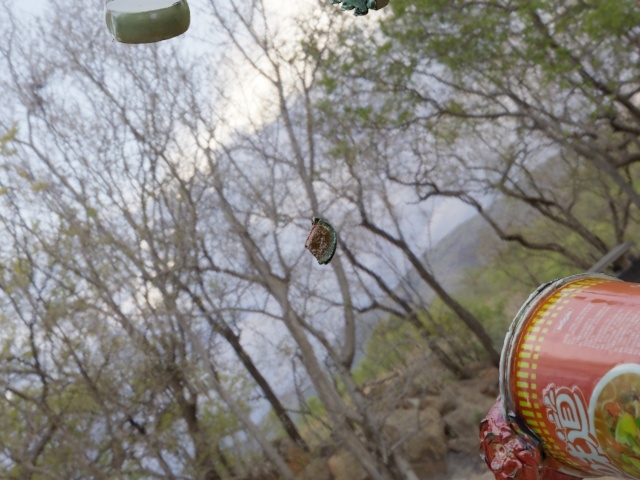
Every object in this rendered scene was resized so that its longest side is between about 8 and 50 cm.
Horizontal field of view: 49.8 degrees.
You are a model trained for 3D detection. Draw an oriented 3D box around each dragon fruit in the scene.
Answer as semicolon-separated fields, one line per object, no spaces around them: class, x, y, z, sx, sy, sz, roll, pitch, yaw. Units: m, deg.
dragon fruit;0.460;0.422;1.462;0.252;0.241;0.241;-46;-10;-36

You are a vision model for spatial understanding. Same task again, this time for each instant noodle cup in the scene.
instant noodle cup;0.274;0.114;0.525;0.193;0.193;0.212;-36;7;-17

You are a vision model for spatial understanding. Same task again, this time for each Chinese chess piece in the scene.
Chinese chess piece;-0.380;-0.492;1.518;0.188;0.188;0.083;-30;-48;-35

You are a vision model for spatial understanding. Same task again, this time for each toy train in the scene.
toy train;0.103;-0.719;1.996;0.125;0.194;0.081;-35;-37;-27

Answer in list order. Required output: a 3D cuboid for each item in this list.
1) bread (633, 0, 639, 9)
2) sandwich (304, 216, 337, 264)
bread;0.723;-0.624;1.288;0.191;0.314;0.370;-23;-9;-28
sandwich;0.003;0.004;1.491;0.026;0.069;0.101;133;152;-73
